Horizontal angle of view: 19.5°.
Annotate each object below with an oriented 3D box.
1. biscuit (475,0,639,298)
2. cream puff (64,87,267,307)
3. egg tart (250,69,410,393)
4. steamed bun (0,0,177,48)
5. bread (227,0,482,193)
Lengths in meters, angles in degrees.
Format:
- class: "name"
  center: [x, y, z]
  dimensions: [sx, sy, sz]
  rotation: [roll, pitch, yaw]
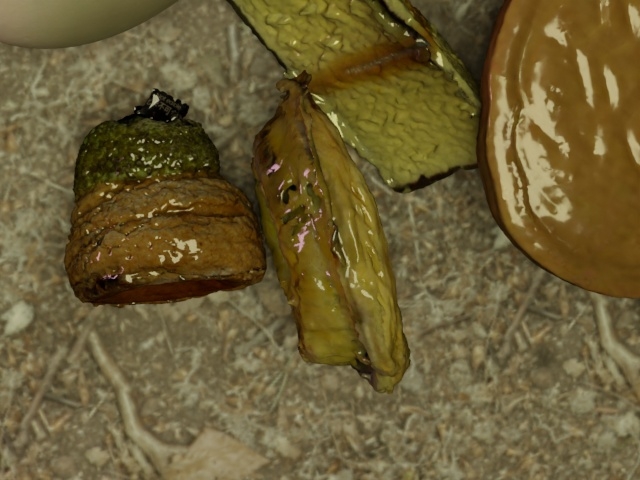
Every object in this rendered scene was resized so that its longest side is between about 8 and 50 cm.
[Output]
- class: "biscuit"
  center: [0.309, -0.128, 1.582]
  dimensions: [0.365, 0.062, 0.385]
  rotation: [22, 83, -21]
- class: "cream puff"
  center: [-0.137, -0.037, 1.584]
  dimensions: [0.183, 0.183, 0.169]
  rotation: [-6, 81, -9]
- class: "egg tart"
  center: [0.000, 0.000, 1.558]
  dimensions: [0.095, 0.279, 0.279]
  rotation: [-19, 103, -2]
- class: "steamed bun"
  center: [-0.169, -0.282, 1.447]
  dimensions: [0.324, 0.324, 0.206]
  rotation: [-34, 81, -2]
- class: "bread"
  center: [0.051, -0.166, 1.613]
  dimensions: [0.178, 0.142, 0.266]
  rotation: [-26, 112, 39]
